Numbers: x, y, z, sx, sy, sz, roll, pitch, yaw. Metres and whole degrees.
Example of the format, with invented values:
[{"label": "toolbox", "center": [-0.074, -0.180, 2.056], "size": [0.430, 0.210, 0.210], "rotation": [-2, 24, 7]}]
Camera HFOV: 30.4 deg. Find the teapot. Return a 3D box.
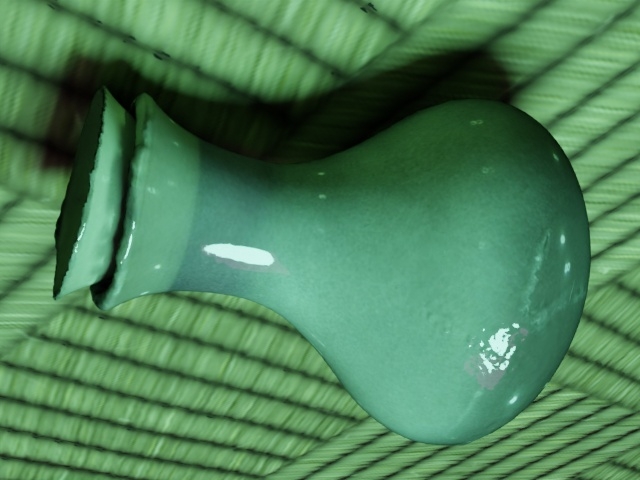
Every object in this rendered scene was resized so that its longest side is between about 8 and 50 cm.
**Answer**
[{"label": "teapot", "center": [0.000, 0.000, 0.591], "size": [0.250, 0.183, 0.183], "rotation": [13, 141, -17]}]
